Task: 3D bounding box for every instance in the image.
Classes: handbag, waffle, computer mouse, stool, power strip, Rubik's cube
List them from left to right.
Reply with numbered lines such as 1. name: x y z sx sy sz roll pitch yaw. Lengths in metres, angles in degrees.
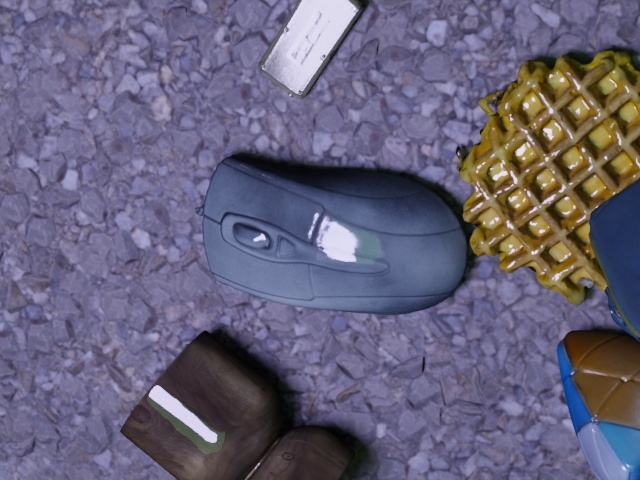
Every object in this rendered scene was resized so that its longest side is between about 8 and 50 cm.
1. stool: -0.110 0.267 1.980 0.264 0.179 0.179 38 112 3
2. power strip: -0.008 -0.262 1.884 0.076 0.028 0.169 38 113 4
3. computer mouse: 0.000 0.000 1.912 0.371 0.122 0.188 11 107 16
4. waffle: 0.313 -0.083 1.824 0.329 0.062 0.329 5 107 15
5. Rubik's cube: 0.427 0.237 1.853 0.255 0.254 0.254 4 106 15
6. handbag: 0.457 0.050 1.680 0.222 0.263 0.241 -41 125 19
